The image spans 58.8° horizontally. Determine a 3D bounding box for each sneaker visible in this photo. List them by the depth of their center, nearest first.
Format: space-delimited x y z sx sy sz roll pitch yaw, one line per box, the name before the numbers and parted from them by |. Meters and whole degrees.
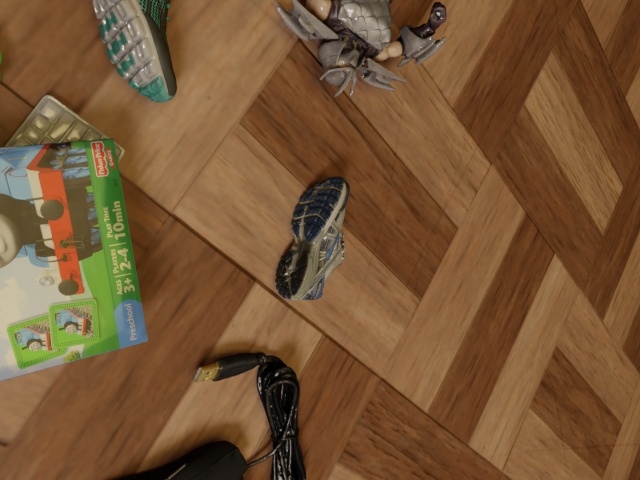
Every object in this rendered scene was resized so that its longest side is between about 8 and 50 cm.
sneaker | -0.139 -0.194 0.445 0.076 0.065 0.166 -32 115 -35
sneaker | 0.000 0.000 0.588 0.058 0.052 0.135 25 87 -47

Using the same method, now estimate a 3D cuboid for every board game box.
board game box | -0.239 0.019 0.389 0.212 0.039 0.160 -12 99 -32

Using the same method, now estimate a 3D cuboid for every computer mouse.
computer mouse | -0.110 0.206 0.511 0.262 0.060 0.184 -8 101 -37

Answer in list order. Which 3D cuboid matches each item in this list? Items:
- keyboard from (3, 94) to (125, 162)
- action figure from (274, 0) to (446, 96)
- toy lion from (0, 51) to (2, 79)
keyboard | -0.244 0.014 0.415 0.072 0.014 0.256 40 71 -34
action figure | 0.061 -0.276 0.570 0.185 0.099 0.284 25 83 -46
toy lion | -0.268 -0.112 0.373 0.100 0.034 0.096 7 84 -38
